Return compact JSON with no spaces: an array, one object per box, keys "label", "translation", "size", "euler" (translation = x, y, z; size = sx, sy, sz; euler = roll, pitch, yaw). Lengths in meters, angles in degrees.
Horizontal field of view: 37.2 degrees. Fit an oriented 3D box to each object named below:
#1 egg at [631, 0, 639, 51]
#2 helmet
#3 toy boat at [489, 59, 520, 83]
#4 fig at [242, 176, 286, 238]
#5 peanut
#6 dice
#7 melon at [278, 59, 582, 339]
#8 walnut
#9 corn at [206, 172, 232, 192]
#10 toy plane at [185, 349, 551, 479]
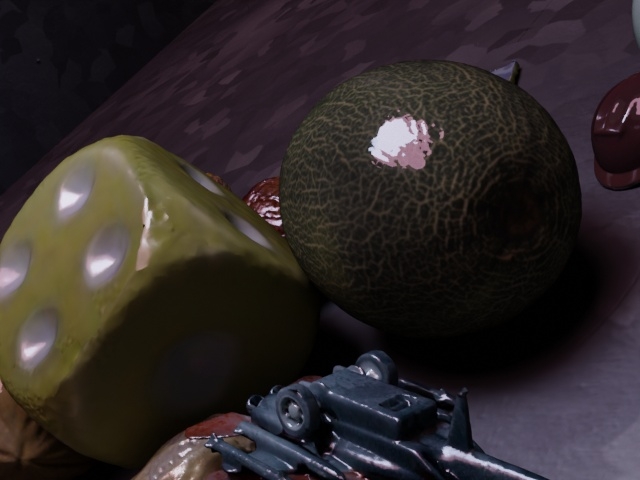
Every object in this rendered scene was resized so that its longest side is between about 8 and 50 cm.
[{"label":"egg","translation":[0.373,-0.182,0.715],"size":[0.230,0.230,0.371],"euler":[-38,19,-5]},{"label":"helmet","translation":[0.299,-0.113,0.893],"size":[0.123,0.070,0.098],"euler":[-43,24,-20]},{"label":"toy boat","translation":[0.223,-0.193,1.232],"size":[0.063,0.016,0.115],"euler":[-20,28,33]},{"label":"fig","translation":[0.000,0.000,1.038],"size":[0.201,0.134,0.146],"euler":[11,67,45]},{"label":"peanut","translation":[-0.133,0.233,0.795],"size":[0.214,0.090,0.098],"euler":[-42,17,-10]},{"label":"dice","translation":[-0.161,0.058,0.905],"size":[0.238,0.226,0.233],"euler":[-53,45,7]},{"label":"melon","translation":[0.083,-0.037,0.830],"size":[0.237,0.237,0.301],"euler":[-42,21,-14]},{"label":"walnut","translation":[-0.344,0.200,1.017],"size":[0.228,0.228,0.228],"euler":[-30,23,14]},{"label":"corn","translation":[-0.217,-0.011,1.426],"size":[0.079,0.079,0.237],"euler":[-9,37,48]},{"label":"toy plane","translation":[0.053,0.144,0.689],"size":[0.223,0.105,0.326],"euler":[-17,9,-43]}]
